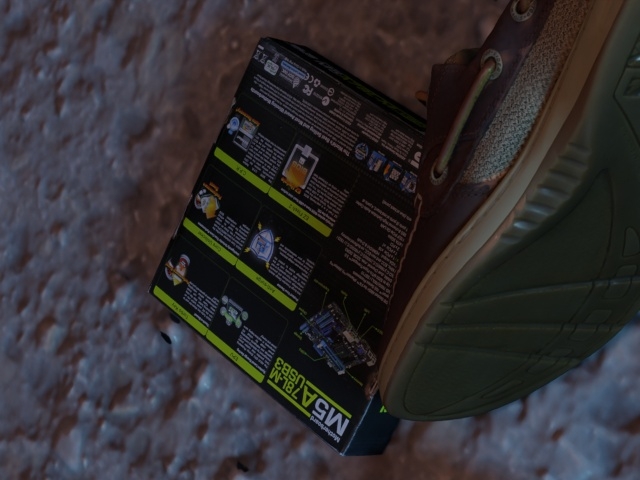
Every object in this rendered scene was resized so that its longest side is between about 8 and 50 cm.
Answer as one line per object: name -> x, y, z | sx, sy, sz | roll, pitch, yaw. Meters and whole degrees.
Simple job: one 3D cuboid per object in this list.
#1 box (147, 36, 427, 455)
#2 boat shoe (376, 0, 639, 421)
box -> 0.000, 0.000, 0.880 | 0.191, 0.045, 0.184 | 35, 109, 36
boat shoe -> 0.110, -0.050, 0.727 | 0.123, 0.123, 0.342 | -113, 34, -41
